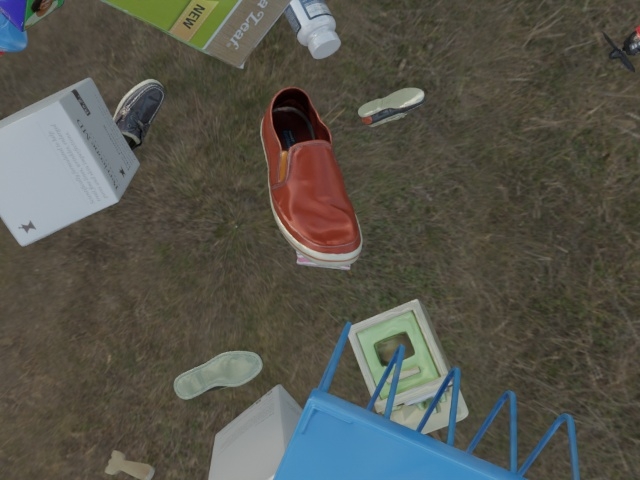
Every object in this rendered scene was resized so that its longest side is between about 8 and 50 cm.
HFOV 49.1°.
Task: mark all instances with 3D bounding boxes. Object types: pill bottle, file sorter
[{"bbox_3d":[-0.023,-0.562,1.794,0.108,0.108,0.180,-24,77,-6],"label":"pill bottle"},{"bbox_3d":[0.065,0.145,0.455,0.170,0.104,0.118,23,120,3],"label":"file sorter"}]

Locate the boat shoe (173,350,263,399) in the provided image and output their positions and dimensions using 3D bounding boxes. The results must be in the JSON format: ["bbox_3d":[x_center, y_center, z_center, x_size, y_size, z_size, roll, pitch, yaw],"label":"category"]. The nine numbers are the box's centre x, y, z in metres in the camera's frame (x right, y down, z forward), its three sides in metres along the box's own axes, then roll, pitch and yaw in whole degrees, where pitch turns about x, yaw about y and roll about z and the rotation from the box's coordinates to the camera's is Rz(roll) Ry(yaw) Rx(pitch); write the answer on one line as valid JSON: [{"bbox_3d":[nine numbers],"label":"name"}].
[{"bbox_3d":[-0.228,0.301,1.613,0.228,0.069,0.081,-20,88,17],"label":"boat shoe"}]

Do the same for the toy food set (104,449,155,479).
[{"bbox_3d":[-0.231,0.333,0.760,0.038,0.132,0.192,36,63,-30],"label":"toy food set"}]

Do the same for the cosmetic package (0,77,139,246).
[{"bbox_3d":[-0.364,-0.114,0.970,0.151,0.183,0.151,-24,113,5],"label":"cosmetic package"}]

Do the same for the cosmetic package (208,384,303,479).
[{"bbox_3d":[-0.052,0.376,1.041,0.155,0.365,0.197,-39,96,0],"label":"cosmetic package"}]

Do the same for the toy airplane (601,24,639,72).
[{"bbox_3d":[0.231,-0.135,0.381,0.151,0.151,0.028,17,50,-7],"label":"toy airplane"}]

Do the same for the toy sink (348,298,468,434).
[{"bbox_3d":[0.167,0.252,1.335,0.153,0.131,0.234,-23,73,10],"label":"toy sink"}]

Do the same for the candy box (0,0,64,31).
[{"bbox_3d":[-0.556,-0.552,1.181,0.268,0.317,0.122,43,62,-9],"label":"candy box"}]

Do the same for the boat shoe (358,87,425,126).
[{"bbox_3d":[0.138,-0.247,1.311,0.043,0.137,0.049,48,42,-39],"label":"boat shoe"}]

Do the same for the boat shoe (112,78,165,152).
[{"bbox_3d":[-0.480,-0.274,1.756,0.285,0.092,0.103,-48,138,1],"label":"boat shoe"}]

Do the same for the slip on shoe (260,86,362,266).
[{"bbox_3d":[-0.020,-0.103,1.067,0.123,0.101,0.331,-8,57,-15],"label":"slip on shoe"}]

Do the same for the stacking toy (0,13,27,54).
[{"bbox_3d":[-0.790,-0.433,1.540,0.175,0.302,0.165,-5,78,-46],"label":"stacking toy"}]

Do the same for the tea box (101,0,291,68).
[{"bbox_3d":[-0.163,-0.345,0.479,0.220,0.323,0.329,-47,52,24],"label":"tea box"}]

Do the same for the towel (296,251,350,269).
[{"bbox_3d":[0.000,0.000,1.744,0.144,0.029,0.197,6,134,13],"label":"towel"}]
